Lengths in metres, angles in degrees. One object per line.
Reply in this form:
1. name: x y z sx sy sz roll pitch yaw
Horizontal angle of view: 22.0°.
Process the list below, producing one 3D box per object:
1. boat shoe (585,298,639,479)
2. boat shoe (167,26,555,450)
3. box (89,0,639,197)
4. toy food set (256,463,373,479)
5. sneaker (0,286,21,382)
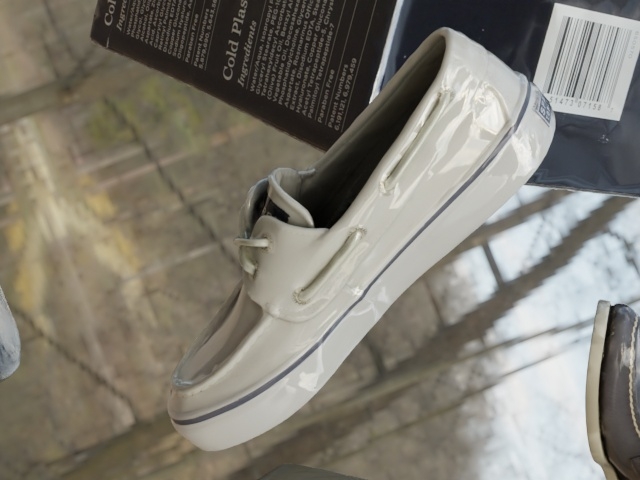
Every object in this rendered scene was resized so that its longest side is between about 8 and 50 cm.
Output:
1. boat shoe: 0.184 0.105 0.883 0.206 0.065 0.075 69 31 -43
2. boat shoe: 0.000 0.000 0.857 0.088 0.267 0.096 38 22 -26
3. box: 0.072 -0.165 1.156 0.312 0.343 0.179 27 -73 46
4. toy food set: -0.050 0.165 0.475 0.092 0.219 0.306 61 -17 -5
5. sneaker: -0.253 0.038 0.899 0.090 0.145 0.270 62 -4 -27
